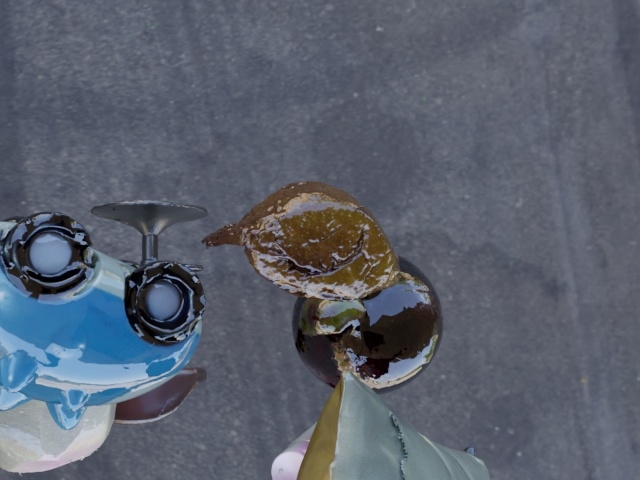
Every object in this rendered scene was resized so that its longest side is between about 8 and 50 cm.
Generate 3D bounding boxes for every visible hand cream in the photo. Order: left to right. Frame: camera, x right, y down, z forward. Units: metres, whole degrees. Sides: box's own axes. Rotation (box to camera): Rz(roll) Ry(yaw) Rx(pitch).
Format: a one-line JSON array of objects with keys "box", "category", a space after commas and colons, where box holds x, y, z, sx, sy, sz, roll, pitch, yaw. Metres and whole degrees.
[{"box": [0.018, 0.315, 1.473, 0.312, 0.070, 0.111, -19, 112, -67], "category": "hand cream"}]

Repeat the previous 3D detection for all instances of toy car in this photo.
[{"box": [-0.249, 0.084, 0.927, 0.255, 0.188, 0.190, 25, 76, -28], "category": "toy car"}]

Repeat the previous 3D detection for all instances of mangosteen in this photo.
[{"box": [0.055, 0.095, 1.193, 0.209, 0.209, 0.210, -2, 94, -36], "category": "mangosteen"}]

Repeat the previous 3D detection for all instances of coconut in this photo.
[{"box": [-0.446, 0.253, 1.485, 0.230, 0.227, 0.227, -13, 101, -55], "category": "coconut"}]

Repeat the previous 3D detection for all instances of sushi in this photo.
[{"box": [0.000, 0.000, 0.430, 0.099, 0.047, 0.050, 21, 96, -27], "category": "sushi"}]

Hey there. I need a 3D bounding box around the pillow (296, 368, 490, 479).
[{"box": [0.042, 0.266, 0.621, 0.310, 0.119, 0.313, 42, 56, -57], "category": "pillow"}]

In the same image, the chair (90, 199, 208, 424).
[{"box": [-0.323, 0.138, 1.774, 0.226, 0.226, 0.401, 6, 79, -37], "category": "chair"}]
